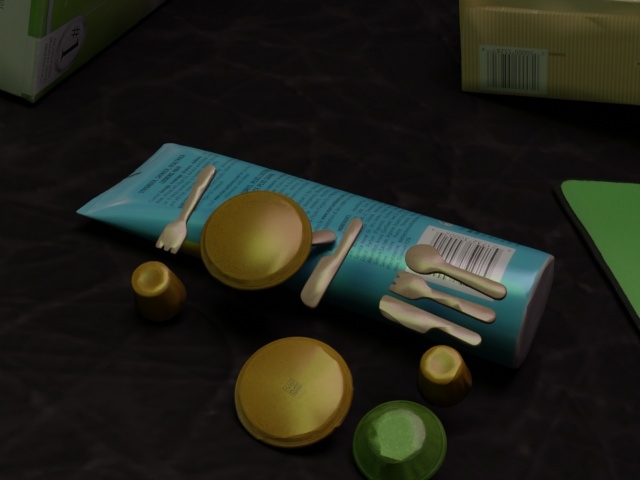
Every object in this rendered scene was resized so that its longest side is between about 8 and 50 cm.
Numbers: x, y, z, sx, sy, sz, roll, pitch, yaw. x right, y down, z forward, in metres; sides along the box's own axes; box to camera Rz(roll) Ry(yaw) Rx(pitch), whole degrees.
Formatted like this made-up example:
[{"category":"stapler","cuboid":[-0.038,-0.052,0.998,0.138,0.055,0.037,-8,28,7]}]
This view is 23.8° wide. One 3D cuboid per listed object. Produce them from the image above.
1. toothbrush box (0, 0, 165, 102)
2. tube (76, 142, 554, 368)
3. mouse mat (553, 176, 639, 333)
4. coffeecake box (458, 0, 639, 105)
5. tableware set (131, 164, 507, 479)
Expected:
[{"category":"toothbrush box","cuboid":[-0.130,-0.234,0.837,0.122,0.206,0.283,20,33,10]},{"category":"tube","cuboid":[0.000,0.000,0.685,0.207,0.052,0.080,19,28,17]},{"category":"mouse mat","cuboid":[0.213,0.024,0.764,0.153,0.007,0.189,3,36,-16]},{"category":"coffeecake box","cuboid":[0.173,-0.155,0.922,0.142,0.068,0.185,6,34,17]},{"category":"tableware set","cuboid":[-0.008,0.037,0.624,0.154,0.024,0.104,22,67,18]}]
